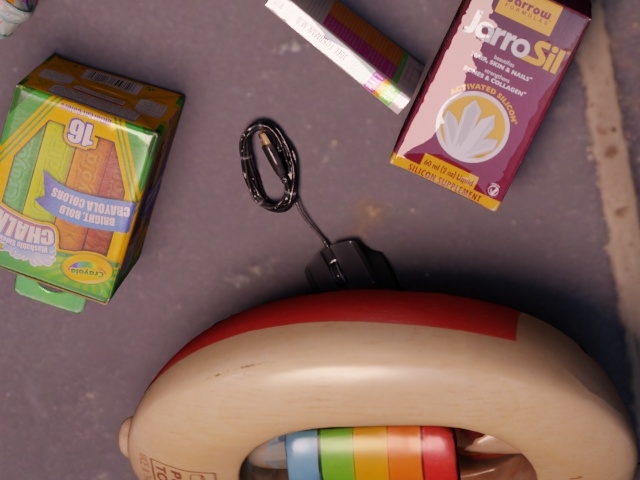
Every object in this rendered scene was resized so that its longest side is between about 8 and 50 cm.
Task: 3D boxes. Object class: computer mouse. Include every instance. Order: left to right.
[{"bbox_3d":[0.000,0.000,1.763,0.071,0.041,0.242,-32,101,16],"label":"computer mouse"}]

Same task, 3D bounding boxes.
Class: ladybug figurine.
[{"bbox_3d":[0.048,0.151,1.712,0.449,0.162,0.305,1,140,4],"label":"ladybug figurine"}]

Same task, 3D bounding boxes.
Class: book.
[{"bbox_3d":[0.021,-0.171,1.676,0.144,0.096,0.035,39,108,-6],"label":"book"}]

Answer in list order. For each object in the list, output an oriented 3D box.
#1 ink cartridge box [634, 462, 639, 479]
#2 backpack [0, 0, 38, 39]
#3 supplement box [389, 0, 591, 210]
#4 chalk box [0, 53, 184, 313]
[{"bbox_3d":[0.300,0.313,1.807,0.139,0.082,0.191,-27,101,14],"label":"ink cartridge box"},{"bbox_3d":[-0.323,-0.245,1.671,0.115,0.152,0.182,-18,117,21],"label":"backpack"},{"bbox_3d":[0.145,-0.135,1.681,0.104,0.081,0.188,25,108,-1],"label":"supplement box"},{"bbox_3d":[-0.218,-0.034,1.728,0.132,0.132,0.213,18,109,1],"label":"chalk box"}]
